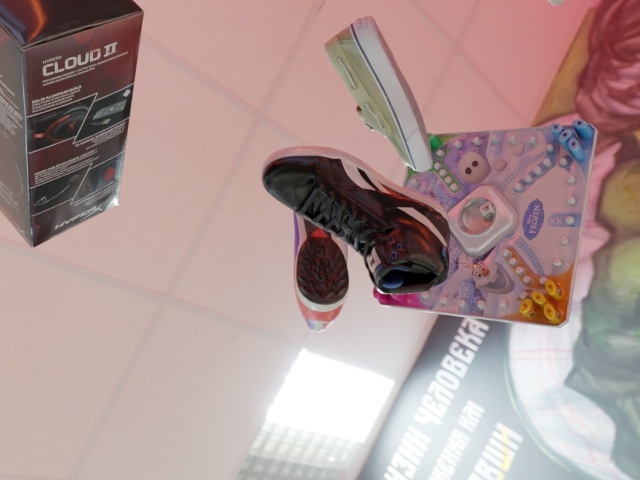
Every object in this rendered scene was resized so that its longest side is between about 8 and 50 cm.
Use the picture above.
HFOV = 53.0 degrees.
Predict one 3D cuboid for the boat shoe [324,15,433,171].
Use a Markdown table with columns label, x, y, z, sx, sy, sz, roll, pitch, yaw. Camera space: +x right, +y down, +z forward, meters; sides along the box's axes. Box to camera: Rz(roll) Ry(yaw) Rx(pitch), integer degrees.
| label | x | y | z | sx | sy | sz | roll | pitch | yaw |
| --- | --- | --- | --- | --- | --- | --- | --- | --- | --- |
| boat shoe | 0.108 | -0.240 | 1.115 | 0.094 | 0.109 | 0.302 | -20 | -58 | 20 |

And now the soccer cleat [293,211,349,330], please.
| label | x | y | z | sx | sy | sz | roll | pitch | yaw |
| --- | --- | --- | --- | --- | --- | --- | --- | --- | --- |
| soccer cleat | 0.000 | 0.000 | 1.094 | 0.109 | 0.318 | 0.116 | 4 | -38 | -4 |

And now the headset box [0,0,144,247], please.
| label | x | y | z | sx | sy | sz | roll | pitch | yaw |
| --- | --- | --- | --- | --- | --- | --- | --- | --- | --- |
| headset box | -0.278 | -0.167 | 0.576 | 0.110 | 0.218 | 0.293 | -35 | -15 | -36 |

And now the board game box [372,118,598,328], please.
| label | x | y | z | sx | sy | sz | roll | pitch | yaw |
| --- | --- | --- | --- | --- | --- | --- | --- | --- | --- |
| board game box | 0.304 | -0.046 | 1.246 | 0.050 | 0.390 | 0.390 | 30 | -110 | -48 |

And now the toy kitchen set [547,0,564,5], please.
| label | x | y | z | sx | sy | sz | roll | pitch | yaw |
| --- | --- | --- | --- | --- | --- | --- | --- | --- | --- |
| toy kitchen set | 0.101 | -0.260 | 0.366 | 0.207 | 0.166 | 0.122 | 41 | -64 | -9 |

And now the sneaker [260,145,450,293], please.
| label | x | y | z | sx | sy | sz | roll | pitch | yaw |
| --- | --- | --- | --- | --- | --- | --- | --- | --- | --- |
| sneaker | 0.039 | -0.016 | 0.650 | 0.217 | 0.121 | 0.079 | 19 | -50 | -11 |
